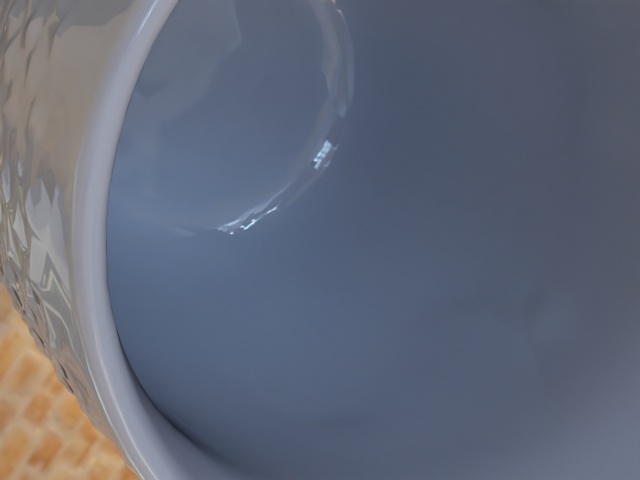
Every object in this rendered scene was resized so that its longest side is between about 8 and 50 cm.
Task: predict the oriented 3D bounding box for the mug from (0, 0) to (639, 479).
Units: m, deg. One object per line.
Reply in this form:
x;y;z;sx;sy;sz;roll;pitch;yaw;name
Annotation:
0.000;0.000;0.674;0.276;0.374;0.328;-15;-160;-19;mug
